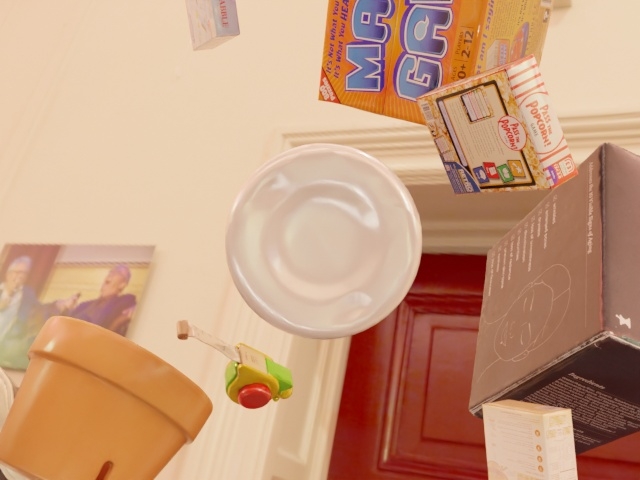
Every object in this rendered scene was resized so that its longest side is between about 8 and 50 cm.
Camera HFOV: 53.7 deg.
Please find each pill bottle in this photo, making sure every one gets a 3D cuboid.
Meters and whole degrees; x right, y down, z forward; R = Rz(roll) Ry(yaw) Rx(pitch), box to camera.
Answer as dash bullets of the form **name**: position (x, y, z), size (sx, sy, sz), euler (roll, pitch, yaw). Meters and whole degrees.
- **pill bottle**: position (0.000, 0.000, 0.885), size (0.224, 0.223, 0.392), euler (12, 0, -1)

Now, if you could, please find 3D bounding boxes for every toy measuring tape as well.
- **toy measuring tape**: position (-0.187, 0.266, 1.298), size (0.122, 0.121, 0.330), euler (-14, -38, 43)

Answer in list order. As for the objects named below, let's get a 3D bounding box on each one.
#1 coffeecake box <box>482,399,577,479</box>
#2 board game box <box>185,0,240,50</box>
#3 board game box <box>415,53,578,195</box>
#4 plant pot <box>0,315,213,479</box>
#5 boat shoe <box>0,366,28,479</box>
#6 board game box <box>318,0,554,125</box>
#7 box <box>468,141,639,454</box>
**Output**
- **coffeecake box**: position (0.348, 0.370, 1.053), size (0.068, 0.185, 0.142), euler (-1, -6, -27)
- **board game box**: position (-0.300, -0.677, 1.654), size (0.066, 0.318, 0.318), euler (-11, 14, -20)
- **board game box**: position (0.208, -0.132, 0.780), size (0.146, 0.045, 0.193), euler (65, -18, -12)
- **plant pot**: position (-0.337, 0.275, 0.942), size (0.291, 0.203, 0.290), euler (20, -32, 13)
- **boat shoe**: position (-0.664, 0.386, 1.356), size (0.305, 0.109, 0.091), euler (52, -3, 18)
- **board game box**: position (0.256, -0.459, 1.376), size (0.357, 0.356, 0.356), euler (21, 25, 33)
- **box**: position (0.584, 0.140, 1.370), size (0.298, 0.479, 0.471), euler (21, -35, -5)
